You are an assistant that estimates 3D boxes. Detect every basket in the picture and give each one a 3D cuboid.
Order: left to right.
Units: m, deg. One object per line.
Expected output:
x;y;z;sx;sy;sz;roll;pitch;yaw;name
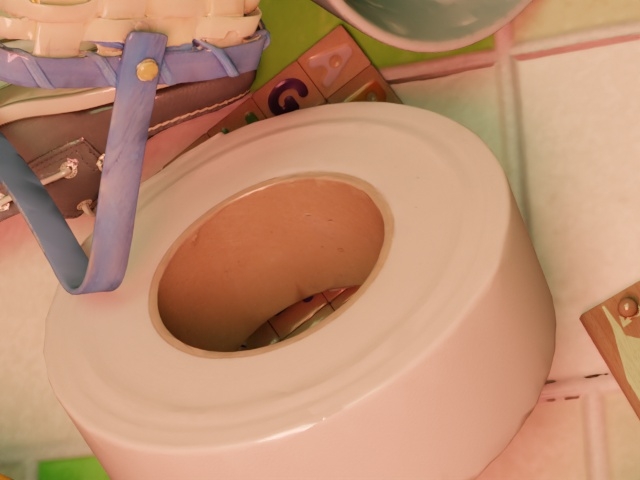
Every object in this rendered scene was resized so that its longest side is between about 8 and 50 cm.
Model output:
-0.152;-0.147;1.028;0.255;0.201;0.289;46;135;45;basket

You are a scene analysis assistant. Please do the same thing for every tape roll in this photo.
-0.013;0.044;1.035;0.286;0.100;0.286;-16;38;13;tape roll

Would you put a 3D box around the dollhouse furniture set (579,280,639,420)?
0.224;0.038;0.999;0.144;0.151;0.123;-31;65;6;dollhouse furniture set

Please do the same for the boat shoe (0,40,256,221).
-0.185;-0.062;1.233;0.319;0.116;0.099;-18;111;7;boat shoe

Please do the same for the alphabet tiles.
0.000;0.000;1.173;0.198;0.009;0.237;-39;64;5;alphabet tiles

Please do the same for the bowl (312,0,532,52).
0.023;-0.280;1.123;0.163;0.311;0.311;12;77;43;bowl

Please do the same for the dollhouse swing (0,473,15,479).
-0.329;0.305;1.020;0.347;0.315;0.305;17;122;38;dollhouse swing

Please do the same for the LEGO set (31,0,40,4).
-0.187;-0.252;1.276;0.107;0.132;0.287;-26;41;-7;LEGO set
